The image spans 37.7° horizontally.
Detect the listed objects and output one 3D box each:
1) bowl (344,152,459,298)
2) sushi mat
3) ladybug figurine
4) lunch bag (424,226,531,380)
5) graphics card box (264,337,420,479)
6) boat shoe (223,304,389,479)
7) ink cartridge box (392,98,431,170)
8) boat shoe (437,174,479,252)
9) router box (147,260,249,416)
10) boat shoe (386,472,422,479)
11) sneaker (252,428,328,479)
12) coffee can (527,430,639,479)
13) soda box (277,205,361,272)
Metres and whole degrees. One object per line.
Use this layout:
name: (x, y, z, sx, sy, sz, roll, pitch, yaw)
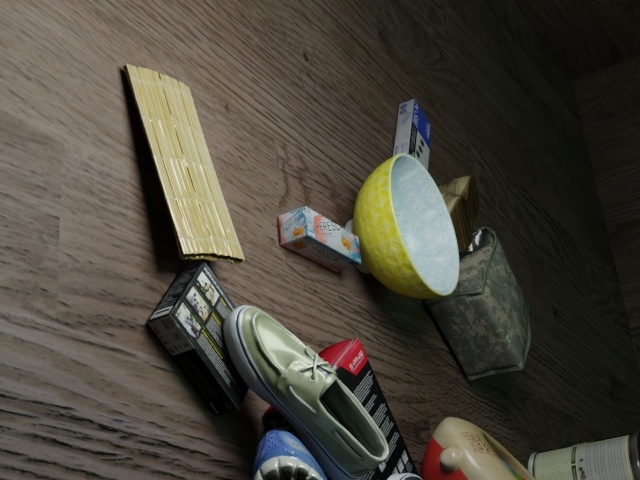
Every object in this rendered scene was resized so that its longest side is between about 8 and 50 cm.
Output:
bowl: (0.142, -0.011, 1.840, 0.289, 0.156, 0.290, 38, 42, -45)
sushi mat: (-0.202, -0.113, 1.388, 0.151, 0.019, 0.317, 11, 55, -57)
ladybug figurine: (0.326, 0.500, 1.787, 0.449, 0.162, 0.305, 43, 7, -39)
lunch bag: (0.379, 0.136, 2.166, 0.235, 0.169, 0.287, 59, 34, -21)
graphics card box: (0.061, 0.375, 1.519, 0.371, 0.094, 0.233, 65, 28, -8)
boat shoe: (-0.015, 0.205, 1.323, 0.302, 0.094, 0.109, 51, 37, -4)
ink cartridge box: (0.222, -0.237, 2.248, 0.097, 0.046, 0.207, 52, 32, -34)
boat shoe: (0.296, -0.054, 2.202, 0.341, 0.110, 0.122, -49, 128, -63)
router box: (-0.156, 0.138, 1.326, 0.179, 0.046, 0.133, 59, 29, -21)
boat shoe: (0.144, 0.412, 1.397, 0.301, 0.102, 0.108, 6, 69, -74)
sneaker: (-0.014, 0.397, 1.316, 0.147, 0.129, 0.330, -105, 180, -62)
coffee can: (0.674, 0.592, 2.290, 0.201, 0.275, 0.202, 40, 41, -45)
soda box: (0.000, 0.000, 1.678, 0.183, 0.063, 0.058, 28, 50, -52)
